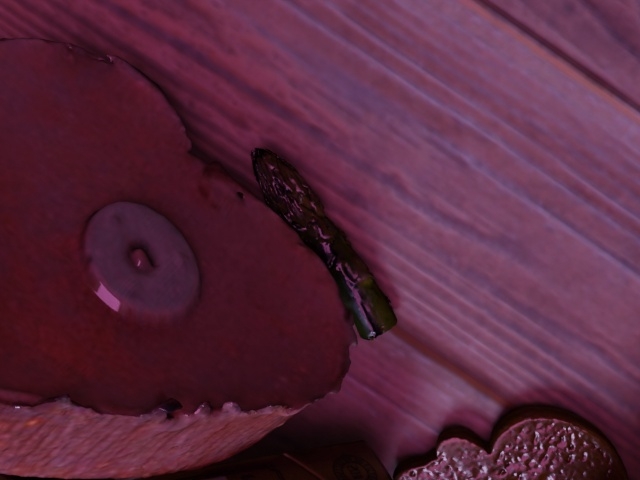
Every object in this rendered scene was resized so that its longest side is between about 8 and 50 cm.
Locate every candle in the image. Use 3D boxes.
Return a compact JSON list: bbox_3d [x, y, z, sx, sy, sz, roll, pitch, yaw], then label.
[{"bbox_3d":[-0.147,0.038,0.631,0.317,0.287,0.131,40,124,-7],"label":"candle"}]

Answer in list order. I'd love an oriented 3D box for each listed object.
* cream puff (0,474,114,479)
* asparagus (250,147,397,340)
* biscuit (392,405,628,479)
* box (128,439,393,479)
[{"bbox_3d":[-0.264,0.222,0.730,0.240,0.164,0.240,-5,114,-12],"label":"cream puff"},{"bbox_3d":[0.000,0.000,0.732,0.036,0.030,0.165,-34,98,22],"label":"asparagus"},{"bbox_3d":[0.143,0.187,0.761,0.175,0.026,0.124,-6,100,6],"label":"biscuit"},{"bbox_3d":[-0.076,0.227,0.684,0.240,0.071,0.159,-2,125,-32],"label":"box"}]
